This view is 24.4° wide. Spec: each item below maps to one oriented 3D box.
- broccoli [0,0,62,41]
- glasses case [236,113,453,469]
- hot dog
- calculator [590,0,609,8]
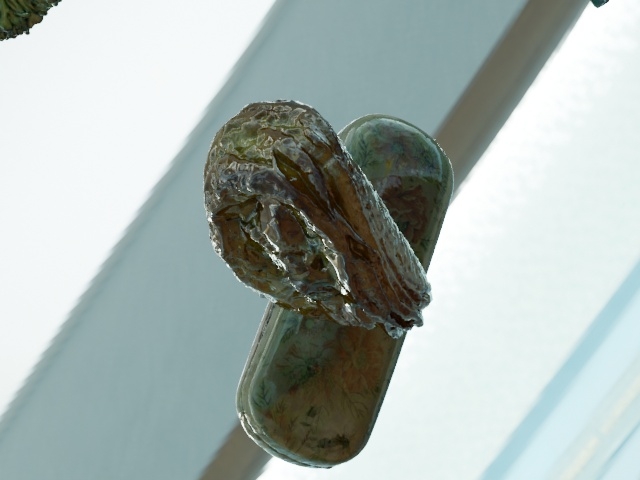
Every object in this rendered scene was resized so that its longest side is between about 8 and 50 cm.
[{"bbox_3d":[-0.309,-0.287,1.381,0.118,0.122,0.204,-12,-56,-22],"label":"broccoli"},{"bbox_3d":[0.033,0.051,1.669,0.156,0.098,0.425,28,-115,-16],"label":"glasses case"},{"bbox_3d":[0.000,0.000,1.381,0.122,0.196,0.272,-54,-46,-27],"label":"hot dog"},{"bbox_3d":[0.174,-0.339,1.169,0.058,0.248,0.274,-21,-32,19],"label":"calculator"}]
